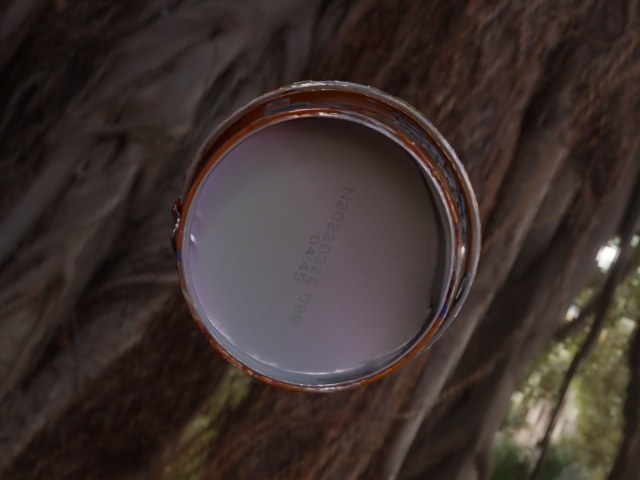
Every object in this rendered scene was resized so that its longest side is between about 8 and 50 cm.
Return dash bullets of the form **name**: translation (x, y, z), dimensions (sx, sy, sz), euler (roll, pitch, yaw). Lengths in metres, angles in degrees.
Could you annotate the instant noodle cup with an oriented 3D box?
- **instant noodle cup**: translation (0.000, 0.000, 1.046), dimensions (0.250, 0.250, 0.192), euler (27, 4, 1)
